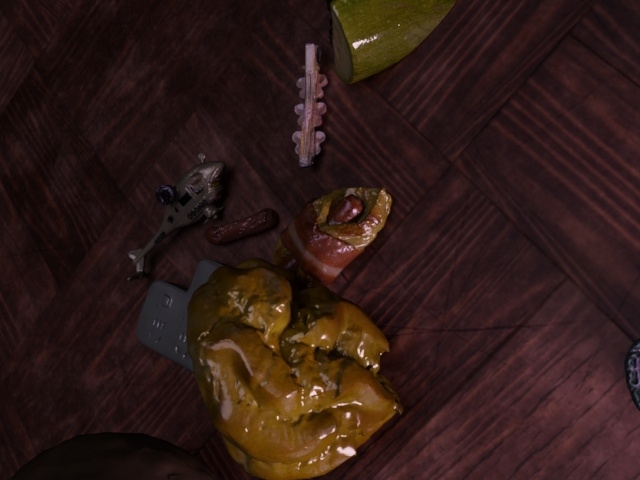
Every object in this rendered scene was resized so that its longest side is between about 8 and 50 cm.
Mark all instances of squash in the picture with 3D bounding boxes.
[{"bbox_3d":[0.142,-0.356,1.306,0.252,0.169,0.093,-27,65,-10],"label":"squash"}]

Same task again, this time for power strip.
[{"bbox_3d":[-0.203,0.130,1.416,0.265,0.059,0.193,20,92,36],"label":"power strip"}]

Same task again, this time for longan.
[{"bbox_3d":[-0.321,0.493,1.226,0.436,0.404,0.404,-22,69,33],"label":"longan"}]

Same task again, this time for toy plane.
[{"bbox_3d":[-0.264,-0.040,1.486,0.286,0.092,0.108,-42,85,18],"label":"toy plane"}]

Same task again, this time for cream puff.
[{"bbox_3d":[-0.030,0.169,1.170,0.257,0.291,0.324,-14,51,5],"label":"cream puff"}]

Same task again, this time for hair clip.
[{"bbox_3d":[-0.017,-0.227,1.372,0.062,0.056,0.214,2,89,18],"label":"hair clip"}]

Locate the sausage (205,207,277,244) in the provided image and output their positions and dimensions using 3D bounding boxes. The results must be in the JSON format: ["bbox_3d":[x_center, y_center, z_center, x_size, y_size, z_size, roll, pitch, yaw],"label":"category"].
[{"bbox_3d":[-0.143,-0.021,1.423,0.158,0.042,0.036,-15,110,33],"label":"sausage"}]

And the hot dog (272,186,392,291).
[{"bbox_3d":[-0.001,0.001,1.283,0.261,0.093,0.123,-49,57,16],"label":"hot dog"}]

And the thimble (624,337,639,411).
[{"bbox_3d":[0.431,0.166,0.954,0.118,0.090,0.135,-43,60,19],"label":"thimble"}]
